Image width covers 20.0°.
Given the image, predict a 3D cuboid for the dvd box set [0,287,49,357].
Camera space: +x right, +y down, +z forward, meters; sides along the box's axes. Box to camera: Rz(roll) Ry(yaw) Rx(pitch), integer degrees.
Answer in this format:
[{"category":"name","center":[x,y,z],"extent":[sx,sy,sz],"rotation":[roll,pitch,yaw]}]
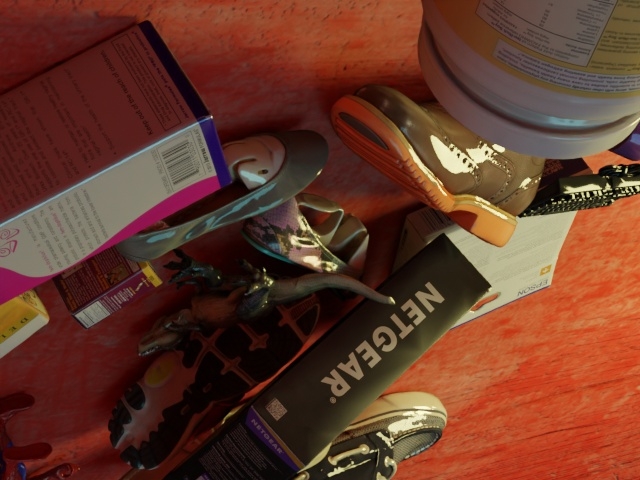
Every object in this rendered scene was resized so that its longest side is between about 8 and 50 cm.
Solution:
[{"category":"dvd box set","center":[-0.441,0.067,1.434],"extent":[0.308,0.062,0.420],"rotation":[-34,152,5]}]

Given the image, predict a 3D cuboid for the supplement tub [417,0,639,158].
[{"category":"supplement tub","center":[0.213,-0.245,1.408],"extent":[0.241,0.241,0.331],"rotation":[-17,149,-26]}]

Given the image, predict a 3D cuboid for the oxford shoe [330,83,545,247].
[{"category":"oxford shoe","center":[0.120,-0.101,1.705],"extent":[0.132,0.130,0.364],"rotation":[-54,156,5]}]

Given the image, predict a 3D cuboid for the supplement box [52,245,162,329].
[{"category":"supplement box","center":[-0.195,0.033,1.639],"extent":[0.083,0.055,0.043],"rotation":[-31,153,-1]}]

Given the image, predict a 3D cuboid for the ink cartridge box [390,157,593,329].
[{"category":"ink cartridge box","center":[0.178,0.012,1.996],"extent":[0.223,0.045,0.224],"rotation":[-22,150,-22]}]

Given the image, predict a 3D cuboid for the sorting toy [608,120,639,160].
[{"category":"sorting toy","center":[0.360,-0.228,1.774],"extent":[0.126,0.127,0.365],"rotation":[21,130,-22]}]

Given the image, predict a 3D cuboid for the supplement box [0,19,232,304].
[{"category":"supplement box","center":[-0.197,-0.059,1.427],"extent":[0.220,0.114,0.111],"rotation":[-29,153,-9]}]

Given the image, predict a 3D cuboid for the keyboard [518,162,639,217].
[{"category":"keyboard","center":[0.286,-0.052,1.897],"extent":[0.180,0.023,0.108],"rotation":[-8,161,-48]}]

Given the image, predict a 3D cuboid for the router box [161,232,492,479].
[{"category":"router box","center":[0.005,0.147,1.829],"extent":[0.309,0.081,0.243],"rotation":[-40,178,-36]}]

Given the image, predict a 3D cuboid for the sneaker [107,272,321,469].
[{"category":"sneaker","center":[-0.105,0.125,1.869],"extent":[0.279,0.107,0.118],"rotation":[-40,170,20]}]

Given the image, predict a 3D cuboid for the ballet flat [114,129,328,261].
[{"category":"ballet flat","center":[-0.089,-0.049,1.599],"extent":[0.213,0.072,0.068],"rotation":[-28,148,-8]}]

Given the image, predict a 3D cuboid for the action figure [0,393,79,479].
[{"category":"action figure","center":[-0.281,0.262,1.880],"extent":[0.139,0.091,0.280],"rotation":[-9,145,-22]}]

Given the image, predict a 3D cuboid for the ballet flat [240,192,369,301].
[{"category":"ballet flat","center":[0.000,0.000,1.776],"extent":[0.079,0.077,0.221],"rotation":[-48,148,5]}]

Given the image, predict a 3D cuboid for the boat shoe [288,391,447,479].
[{"category":"boat shoe","center":[0.041,0.296,2.197],"extent":[0.340,0.158,0.127],"rotation":[-12,146,-33]}]

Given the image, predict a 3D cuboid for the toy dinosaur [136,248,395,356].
[{"category":"toy dinosaur","center":[-0.075,0.051,1.727],"extent":[0.268,0.064,0.118],"rotation":[-12,151,24]}]

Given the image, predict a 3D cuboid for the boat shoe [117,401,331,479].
[{"category":"boat shoe","center":[-0.106,0.236,2.014],"extent":[0.302,0.109,0.098],"rotation":[-21,145,-33]}]
